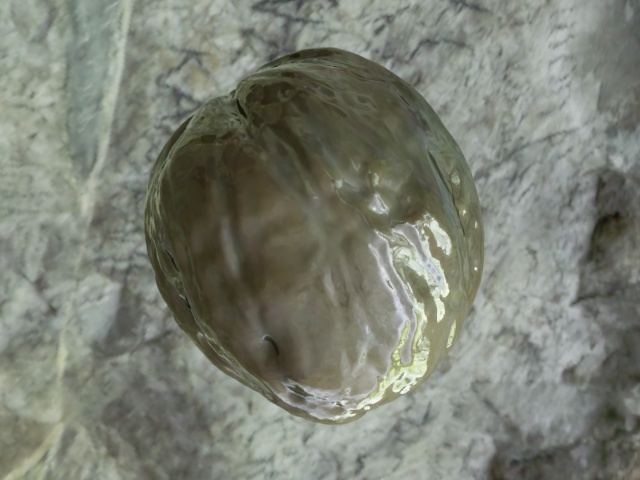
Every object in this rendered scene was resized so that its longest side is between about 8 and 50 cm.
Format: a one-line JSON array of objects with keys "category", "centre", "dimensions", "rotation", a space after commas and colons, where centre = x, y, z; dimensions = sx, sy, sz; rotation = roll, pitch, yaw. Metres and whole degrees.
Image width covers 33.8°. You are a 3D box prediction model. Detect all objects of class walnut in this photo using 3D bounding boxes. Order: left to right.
[{"category": "walnut", "centre": [0.000, 0.000, 0.644], "dimensions": [0.224, 0.224, 0.224], "rotation": [10, -58, 16]}]
